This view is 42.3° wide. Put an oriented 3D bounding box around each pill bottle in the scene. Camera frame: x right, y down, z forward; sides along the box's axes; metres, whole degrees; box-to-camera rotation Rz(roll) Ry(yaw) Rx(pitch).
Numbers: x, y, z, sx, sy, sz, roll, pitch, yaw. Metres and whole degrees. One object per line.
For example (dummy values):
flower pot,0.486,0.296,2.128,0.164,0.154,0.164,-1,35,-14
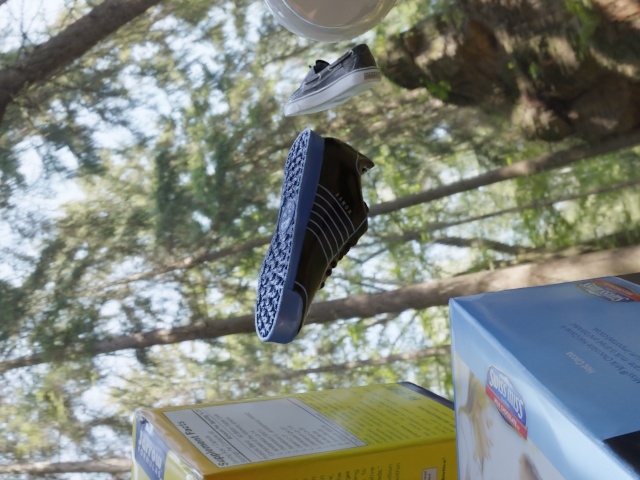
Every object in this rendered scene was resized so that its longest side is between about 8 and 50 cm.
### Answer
pill bottle,0.009,-0.336,1.015,0.176,0.176,0.318,61,-173,-16

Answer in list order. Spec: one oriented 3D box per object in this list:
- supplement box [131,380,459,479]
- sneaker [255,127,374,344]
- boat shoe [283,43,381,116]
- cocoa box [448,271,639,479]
supplement box,-0.003,0.282,0.883,0.357,0.194,0.195,0,-82,-29
sneaker,0.000,0.000,0.839,0.090,0.081,0.232,20,-110,-21
boat shoe,0.010,-0.265,1.365,0.080,0.228,0.076,-13,-91,-34
cocoa box,0.231,0.168,0.472,0.228,0.347,0.231,-7,-77,-7
